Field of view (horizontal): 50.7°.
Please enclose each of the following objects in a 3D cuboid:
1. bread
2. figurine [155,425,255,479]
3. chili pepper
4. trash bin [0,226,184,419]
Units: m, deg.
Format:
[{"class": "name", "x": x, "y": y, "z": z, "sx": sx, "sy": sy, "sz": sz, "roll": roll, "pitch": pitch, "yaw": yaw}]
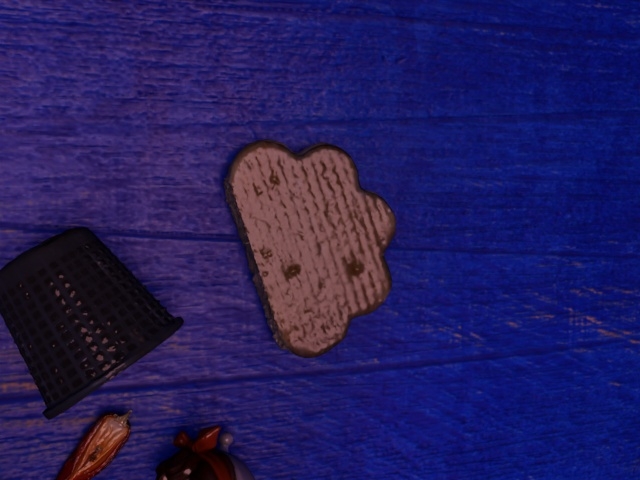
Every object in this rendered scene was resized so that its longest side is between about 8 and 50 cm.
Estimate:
[{"class": "bread", "x": 0.000, "y": 0.000, "z": 0.874, "sx": 0.207, "sy": 0.056, "sz": 0.287, "roll": -16, "pitch": 100, "yaw": -15}, {"class": "figurine", "x": -0.128, "y": 0.336, "z": 0.807, "sx": 0.160, "sy": 0.183, "sz": 0.226, "roll": -9, "pitch": 85, "yaw": -28}, {"class": "chili pepper", "x": -0.285, "y": 0.271, "z": 0.809, "sx": 0.045, "sy": 0.027, "sz": 0.178, "roll": 39, "pitch": 81, "yaw": -14}, {"class": "trash bin", "x": -0.263, "y": 0.077, "z": 0.740, "sx": 0.175, "sy": 0.175, "sz": 0.161, "roll": -33, "pitch": 93, "yaw": -14}]
